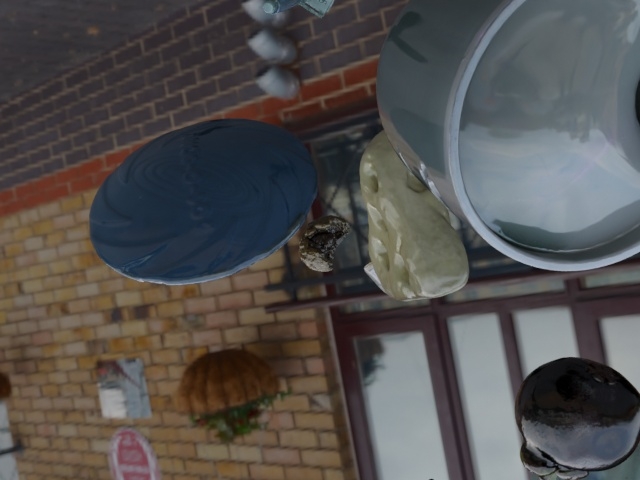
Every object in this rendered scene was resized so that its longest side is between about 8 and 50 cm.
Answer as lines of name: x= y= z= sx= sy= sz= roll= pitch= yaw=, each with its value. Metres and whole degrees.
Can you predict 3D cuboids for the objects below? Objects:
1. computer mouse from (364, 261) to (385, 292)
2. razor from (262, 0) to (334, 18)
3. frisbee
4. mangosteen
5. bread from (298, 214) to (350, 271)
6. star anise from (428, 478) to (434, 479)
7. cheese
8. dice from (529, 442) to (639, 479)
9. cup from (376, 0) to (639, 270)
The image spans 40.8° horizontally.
computer mouse: x=0.180 y=0.082 z=2.223 sx=0.102 sy=0.045 sz=0.199 roll=-34 pitch=142 yaw=10
razor: x=-0.035 y=-0.282 z=1.000 sx=0.040 sy=0.068 sz=0.135 roll=-59 pitch=176 yaw=30
frisbee: x=-0.147 y=-0.066 z=1.045 sx=0.289 sy=0.289 sz=0.049 roll=-8 pitch=136 yaw=8
mangosteen: x=0.270 y=0.200 z=0.924 sx=0.137 sy=0.151 sz=0.137 roll=17 pitch=-159 yaw=-7
bread: x=0.000 y=0.000 z=1.602 sx=0.082 sy=0.113 sz=0.060 roll=12 pitch=158 yaw=24
star anise: x=0.142 y=0.574 z=1.673 sx=0.198 sy=0.257 sz=0.110 roll=6 pitch=-152 yaw=-40
cheese: x=0.165 y=-0.030 z=1.785 sx=0.129 sy=0.351 sz=0.328 roll=-18 pitch=169 yaw=-15
dice: x=0.490 y=0.459 z=1.352 sx=0.262 sy=0.268 sz=0.264 roll=32 pitch=146 yaw=-11
cup: x=0.238 y=-0.123 z=0.832 sx=0.357 sy=0.259 sz=0.274 roll=20 pitch=-166 yaw=-20
